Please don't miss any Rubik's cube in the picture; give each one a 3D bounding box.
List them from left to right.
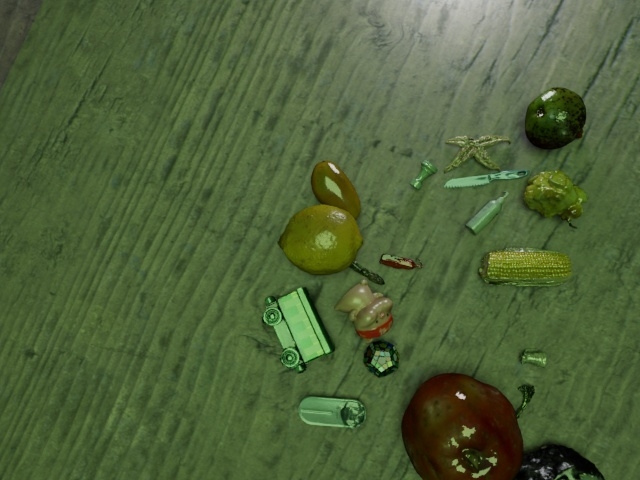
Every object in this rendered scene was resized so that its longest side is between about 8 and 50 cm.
[{"bbox_3d":[0.217,0.422,1.736,0.133,0.133,0.112,42,65,8],"label":"Rubik's cube"}]

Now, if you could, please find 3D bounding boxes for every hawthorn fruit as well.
[{"bbox_3d":[0.460,0.642,1.556,0.402,0.403,0.403,-1,85,6],"label":"hawthorn fruit"}]

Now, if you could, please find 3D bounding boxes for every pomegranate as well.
[{"bbox_3d":[0.847,-0.416,1.720,0.247,0.214,0.214,18,87,-30],"label":"pomegranate"}]

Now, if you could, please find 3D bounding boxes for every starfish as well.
[{"bbox_3d":[0.582,-0.322,1.794,0.247,0.050,0.138,-1,87,9],"label":"starfish"}]

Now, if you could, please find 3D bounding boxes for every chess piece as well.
[{"bbox_3d":[0.380,-0.241,1.803,0.067,0.067,0.103,37,99,8],"label":"chess piece"}]

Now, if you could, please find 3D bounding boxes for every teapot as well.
[{"bbox_3d":[0.749,0.413,1.714,0.083,0.057,0.067,3,48,10],"label":"teapot"}]

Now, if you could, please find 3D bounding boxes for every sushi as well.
[{"bbox_3d":[0.756,0.813,1.615,0.350,0.171,0.211,-13,102,2],"label":"sushi"}]

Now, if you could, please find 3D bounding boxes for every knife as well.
[{"bbox_3d":[0.615,-0.227,1.800,0.312,0.019,0.045,-6,87,7],"label":"knife"}]

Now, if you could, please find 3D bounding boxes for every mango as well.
[{"bbox_3d":[0.055,-0.178,1.806,0.138,0.113,0.253,-36,90,-2],"label":"mango"}]

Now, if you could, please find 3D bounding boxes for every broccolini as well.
[{"bbox_3d":[0.699,0.595,1.701,0.052,0.054,0.194,35,81,-25],"label":"broccolini"}]

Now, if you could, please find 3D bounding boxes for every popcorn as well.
[{"bbox_3d":[0.821,-0.148,1.708,0.195,0.174,0.168,35,129,-17],"label":"popcorn"}]

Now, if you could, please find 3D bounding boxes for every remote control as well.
[{"bbox_3d":[0.043,0.621,1.768,0.247,0.052,0.104,4,87,6],"label":"remote control"}]

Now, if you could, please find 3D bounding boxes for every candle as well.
[{"bbox_3d":[0.300,0.081,1.796,0.162,0.048,0.053,11,121,7],"label":"candle"}]

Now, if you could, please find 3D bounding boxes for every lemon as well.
[{"bbox_3d":[0.000,0.000,1.730,0.310,0.253,0.254,-3,85,12],"label":"lemon"}]

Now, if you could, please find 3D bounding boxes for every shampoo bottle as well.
[{"bbox_3d":[0.616,-0.105,1.767,0.195,0.056,0.056,-45,82,2],"label":"shampoo bottle"}]

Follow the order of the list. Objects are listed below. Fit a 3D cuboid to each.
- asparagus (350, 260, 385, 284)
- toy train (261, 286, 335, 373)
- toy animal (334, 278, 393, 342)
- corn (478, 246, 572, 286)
[{"bbox_3d":[0.169,0.119,1.808,0.165,0.030,0.036,30,78,8],"label":"asparagus"},{"bbox_3d":[-0.087,0.324,1.775,0.202,0.120,0.301,-25,83,0],"label":"toy train"},{"bbox_3d":[0.166,0.257,1.736,0.171,0.171,0.198,-44,76,1],"label":"toy animal"},{"bbox_3d":[0.721,0.097,1.717,0.305,0.122,0.123,3,113,9],"label":"corn"}]
